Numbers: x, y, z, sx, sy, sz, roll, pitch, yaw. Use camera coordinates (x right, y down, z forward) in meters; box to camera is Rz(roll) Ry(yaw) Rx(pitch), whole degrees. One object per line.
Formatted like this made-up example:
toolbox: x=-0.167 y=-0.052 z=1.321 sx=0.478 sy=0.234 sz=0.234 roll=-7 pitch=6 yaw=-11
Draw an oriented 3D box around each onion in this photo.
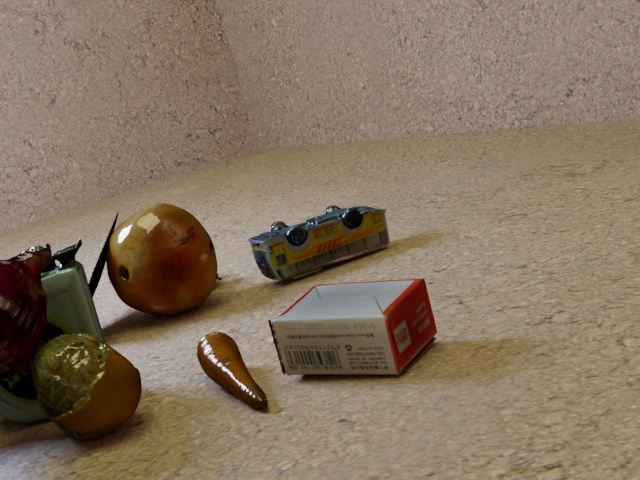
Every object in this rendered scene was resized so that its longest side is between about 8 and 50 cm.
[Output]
onion: x=-0.438 y=0.073 z=1.441 sx=0.173 sy=0.135 sz=0.198 roll=13 pitch=70 yaw=38

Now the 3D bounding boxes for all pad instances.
pad: x=-0.461 y=0.119 z=2.039 sx=0.323 sy=0.055 sz=0.250 roll=-48 pitch=19 yaw=28

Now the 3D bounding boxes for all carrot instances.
carrot: x=-0.119 y=0.185 z=1.482 sx=0.061 sy=0.061 sz=0.257 roll=-17 pitch=21 yaw=-14

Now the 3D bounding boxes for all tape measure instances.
tape measure: x=-0.418 y=0.136 z=1.583 sx=0.207 sy=0.235 sz=0.115 roll=-14 pitch=9 yaw=-2

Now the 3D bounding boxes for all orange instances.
orange: x=-0.313 y=0.193 z=1.436 sx=0.157 sy=0.134 sz=0.156 roll=21 pitch=-13 yaw=5

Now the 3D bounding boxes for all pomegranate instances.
pomegranate: x=-0.293 y=0.042 z=1.997 sx=0.209 sy=0.209 sz=0.209 roll=-13 pitch=11 yaw=3

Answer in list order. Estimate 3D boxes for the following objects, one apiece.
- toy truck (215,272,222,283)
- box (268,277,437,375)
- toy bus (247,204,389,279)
toy truck: x=-0.262 y=0.060 z=2.179 sx=0.100 sy=0.077 sz=0.169 roll=-4 pitch=2 yaw=-30
box: x=0.046 y=0.120 z=1.461 sx=0.182 sy=0.099 sz=0.133 roll=-6 pitch=17 yaw=30
toy bus: x=0.000 y=0.000 z=2.072 sx=0.268 sy=0.106 sz=0.092 roll=-17 pitch=11 yaw=-26
